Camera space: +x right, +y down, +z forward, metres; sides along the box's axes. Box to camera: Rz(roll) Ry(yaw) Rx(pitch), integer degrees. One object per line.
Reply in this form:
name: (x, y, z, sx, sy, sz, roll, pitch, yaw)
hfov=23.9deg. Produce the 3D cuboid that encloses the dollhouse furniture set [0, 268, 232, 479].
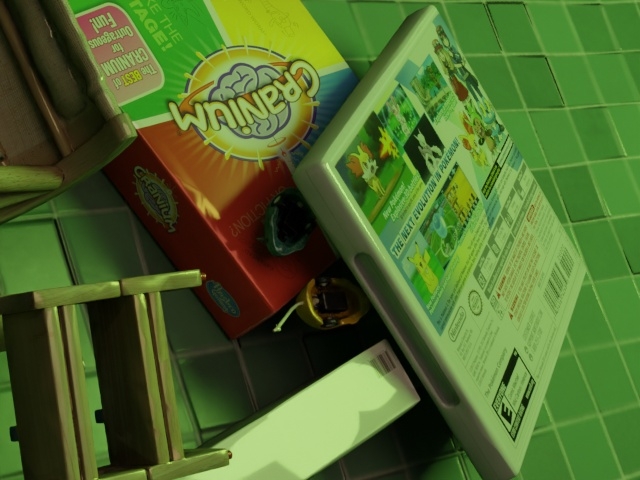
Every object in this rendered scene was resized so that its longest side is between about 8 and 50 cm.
dollhouse furniture set: (-0.169, 0.095, 0.989, 0.129, 0.183, 0.129, -7, 88, -40)

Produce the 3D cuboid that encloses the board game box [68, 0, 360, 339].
board game box: (-0.080, -0.113, 1.234, 0.316, 0.064, 0.242, 53, 46, -4)

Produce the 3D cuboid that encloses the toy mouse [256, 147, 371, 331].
toy mouse: (0.000, 0.000, 1.170, 0.161, 0.031, 0.143, -4, 73, -42)

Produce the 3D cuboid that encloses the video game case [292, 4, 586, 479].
video game case: (0.115, -0.009, 1.265, 0.300, 0.036, 0.329, 58, 32, -16)

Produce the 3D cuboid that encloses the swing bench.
swing bench: (-0.300, -0.129, 1.008, 0.254, 0.165, 0.253, -16, 78, -48)

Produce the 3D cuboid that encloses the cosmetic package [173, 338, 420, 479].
cosmetic package: (-0.039, 0.157, 1.105, 0.239, 0.099, 0.060, -28, 89, -43)
